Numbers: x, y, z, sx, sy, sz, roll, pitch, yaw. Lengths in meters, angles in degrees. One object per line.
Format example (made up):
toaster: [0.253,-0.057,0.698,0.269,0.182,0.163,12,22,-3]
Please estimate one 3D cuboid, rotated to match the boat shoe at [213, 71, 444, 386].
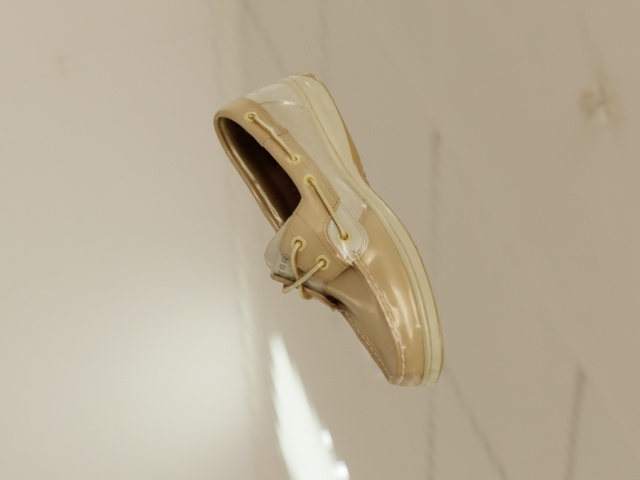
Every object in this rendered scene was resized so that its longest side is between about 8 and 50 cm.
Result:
boat shoe: [0.000,0.000,0.868,0.170,0.059,0.063,62,-24,28]
